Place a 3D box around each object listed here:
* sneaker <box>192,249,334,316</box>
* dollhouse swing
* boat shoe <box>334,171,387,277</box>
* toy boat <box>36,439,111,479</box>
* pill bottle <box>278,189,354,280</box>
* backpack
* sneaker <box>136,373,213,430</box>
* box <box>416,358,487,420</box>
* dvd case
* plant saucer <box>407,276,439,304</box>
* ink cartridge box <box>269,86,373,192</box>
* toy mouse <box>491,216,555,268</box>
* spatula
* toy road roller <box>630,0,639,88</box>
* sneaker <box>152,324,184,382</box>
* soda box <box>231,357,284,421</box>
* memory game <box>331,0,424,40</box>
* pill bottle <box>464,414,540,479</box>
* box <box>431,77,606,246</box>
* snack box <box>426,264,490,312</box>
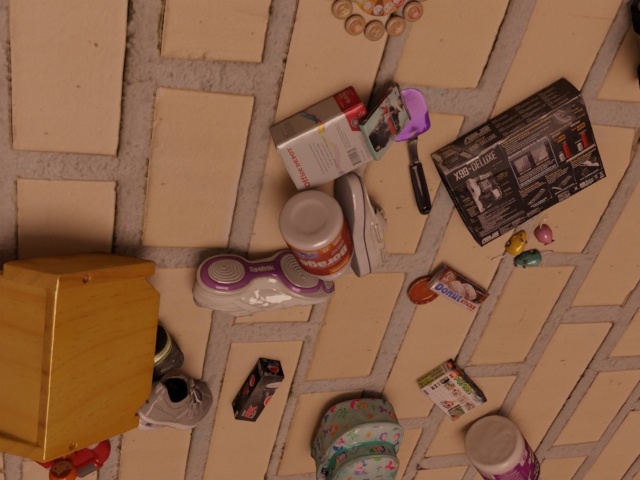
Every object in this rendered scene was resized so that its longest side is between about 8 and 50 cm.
[{"bbox_3d":[-0.122,0.096,1.553,0.305,0.114,0.152,5,145,-22],"label":"sneaker"},{"bbox_3d":[-0.537,0.188,1.420,0.315,0.305,0.346,-8,109,-55],"label":"dollhouse swing"},{"bbox_3d":[0.093,-0.037,1.505,0.088,0.096,0.267,-23,130,-13],"label":"boat shoe"},{"bbox_3d":[-0.582,0.487,1.670,0.151,0.151,0.231,-30,131,6],"label":"toy boat"},{"bbox_3d":[0.000,0.000,1.436,0.121,0.121,0.216,-24,154,1],"label":"pill bottle"},{"bbox_3d":[0.101,0.535,1.924,0.225,0.191,0.253,2,122,-19],"label":"backpack"},{"bbox_3d":[-0.302,0.347,1.617,0.115,0.105,0.281,-44,164,12],"label":"sneaker"},{"bbox_3d":[0.356,0.405,1.992,0.114,0.036,0.207,-34,130,11],"label":"box"},{"bbox_3d":[0.119,-0.216,1.346,0.119,0.013,0.087,-53,136,-25],"label":"dvd case"},{"bbox_3d":[0.244,0.116,1.731,0.084,0.013,0.083,-9,131,-11],"label":"plant saucer"},{"bbox_3d":[0.011,-0.184,1.367,0.175,0.072,0.127,-26,132,3],"label":"ink cartridge box"},{"bbox_3d":[0.503,0.018,1.725,0.143,0.031,0.161,20,119,-31],"label":"toy mouse"},{"bbox_3d":[0.188,-0.166,1.469,0.084,0.030,0.296,-22,131,-3],"label":"spatula"},{"bbox_3d":[0.751,-0.364,1.352,0.330,0.240,0.202,-26,132,4],"label":"toy road roller"},{"bbox_3d":[-0.425,0.304,1.605,0.300,0.111,0.121,-30,135,10],"label":"sneaker"},{"bbox_3d":[-0.151,0.360,1.775,0.060,0.053,0.169,15,123,-28],"label":"soda box"},{"bbox_3d":[0.104,-0.422,1.243,0.186,0.012,0.186,-9,130,-11],"label":"memory game"},{"bbox_3d":[0.547,0.651,2.169,0.169,0.169,0.301,-30,132,7],"label":"pill bottle"},{"bbox_3d":[0.412,-0.152,1.524,0.307,0.076,0.242,-31,131,7],"label":"box"},{"bbox_3d":[0.326,0.116,1.741,0.178,0.022,0.064,29,108,-39],"label":"snack box"}]
